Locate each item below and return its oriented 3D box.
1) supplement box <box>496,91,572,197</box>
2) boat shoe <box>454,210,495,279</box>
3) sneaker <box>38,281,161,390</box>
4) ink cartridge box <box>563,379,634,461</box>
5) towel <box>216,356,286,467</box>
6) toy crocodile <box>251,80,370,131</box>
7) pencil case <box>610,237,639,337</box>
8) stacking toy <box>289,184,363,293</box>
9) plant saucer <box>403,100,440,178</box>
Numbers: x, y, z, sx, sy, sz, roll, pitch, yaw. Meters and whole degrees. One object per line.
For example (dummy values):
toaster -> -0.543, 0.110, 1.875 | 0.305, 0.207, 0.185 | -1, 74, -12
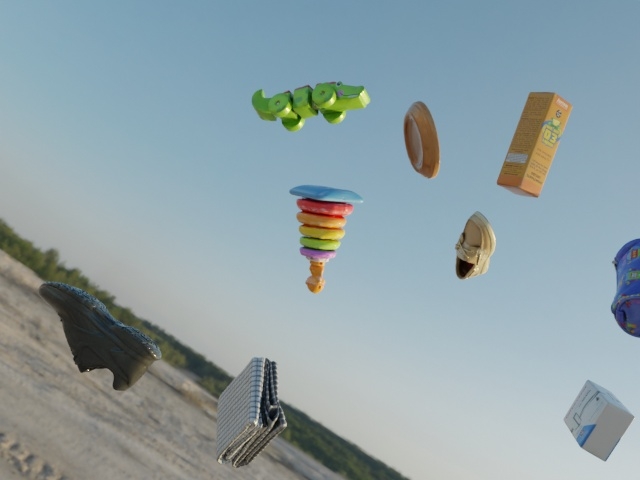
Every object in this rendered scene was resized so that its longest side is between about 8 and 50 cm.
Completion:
supplement box -> 0.493, -0.221, 1.563 | 0.078, 0.233, 0.080 | 20, -2, -32
boat shoe -> 0.275, 0.017, 1.234 | 0.063, 0.059, 0.170 | 52, -16, 37
sneaker -> -0.461, 0.188, 1.349 | 0.286, 0.130, 0.109 | 35, -6, 11
ink cartridge box -> 0.769, 0.496, 1.890 | 0.086, 0.148, 0.203 | 28, 8, 3
towel -> -0.209, 0.509, 2.016 | 0.121, 0.235, 0.284 | 21, -50, -22
toy crocodile -> -0.031, -0.382, 1.868 | 0.340, 0.105, 0.115 | -6, -21, 24
pencil case -> 0.779, 0.108, 1.653 | 0.133, 0.306, 0.119 | -4, -63, 27
stacking toy -> 0.000, 0.000, 1.901 | 0.175, 0.302, 0.166 | 1, 8, -38
plant saucer -> 0.252, -0.252, 1.725 | 0.200, 0.037, 0.200 | 167, -90, -82
